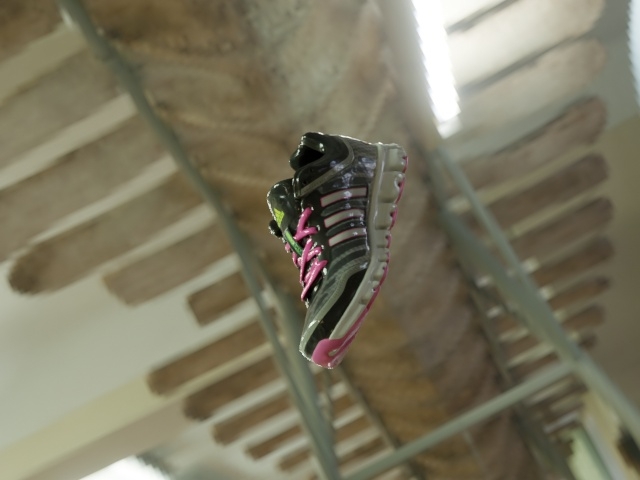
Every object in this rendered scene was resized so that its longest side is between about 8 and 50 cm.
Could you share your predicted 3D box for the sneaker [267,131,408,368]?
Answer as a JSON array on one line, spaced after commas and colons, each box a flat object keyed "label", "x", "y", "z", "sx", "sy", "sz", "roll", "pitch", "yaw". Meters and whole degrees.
[{"label": "sneaker", "x": 0.000, "y": 0.000, "z": 0.992, "sx": 0.075, "sy": 0.170, "sz": 0.063, "roll": 20, "pitch": -41, "yaw": -7}]
